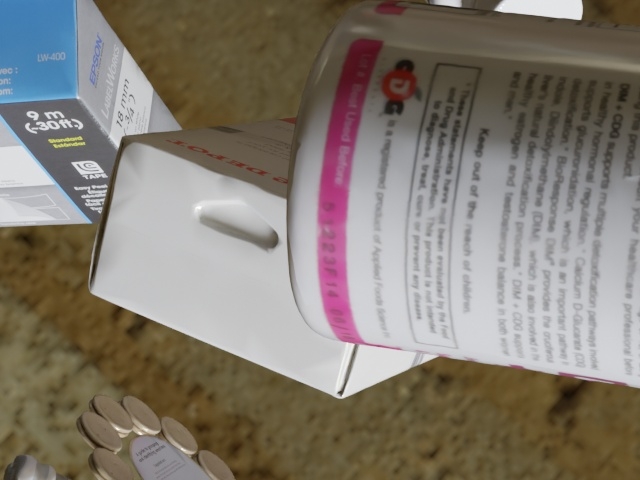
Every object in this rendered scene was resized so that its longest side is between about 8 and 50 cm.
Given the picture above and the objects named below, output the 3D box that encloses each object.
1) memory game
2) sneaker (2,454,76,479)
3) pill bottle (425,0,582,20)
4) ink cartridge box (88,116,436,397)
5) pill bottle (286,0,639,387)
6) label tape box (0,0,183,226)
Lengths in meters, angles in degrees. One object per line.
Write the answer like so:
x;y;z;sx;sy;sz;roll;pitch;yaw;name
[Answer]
-0.100;0.178;1.335;0.186;0.012;0.186;41;-165;-13;memory game
-0.263;0.333;1.646;0.115;0.281;0.105;21;-170;-12;sneaker
0.103;-0.189;1.239;0.094;0.094;0.169;77;168;-47;pill bottle
0.000;0.000;1.325;0.207;0.283;0.117;21;105;23;ink cartridge box
0.140;-0.015;0.841;0.283;0.160;0.160;8;141;17;pill bottle
-0.292;-0.132;1.669;0.241;0.106;0.333;-3;152;18;label tape box
